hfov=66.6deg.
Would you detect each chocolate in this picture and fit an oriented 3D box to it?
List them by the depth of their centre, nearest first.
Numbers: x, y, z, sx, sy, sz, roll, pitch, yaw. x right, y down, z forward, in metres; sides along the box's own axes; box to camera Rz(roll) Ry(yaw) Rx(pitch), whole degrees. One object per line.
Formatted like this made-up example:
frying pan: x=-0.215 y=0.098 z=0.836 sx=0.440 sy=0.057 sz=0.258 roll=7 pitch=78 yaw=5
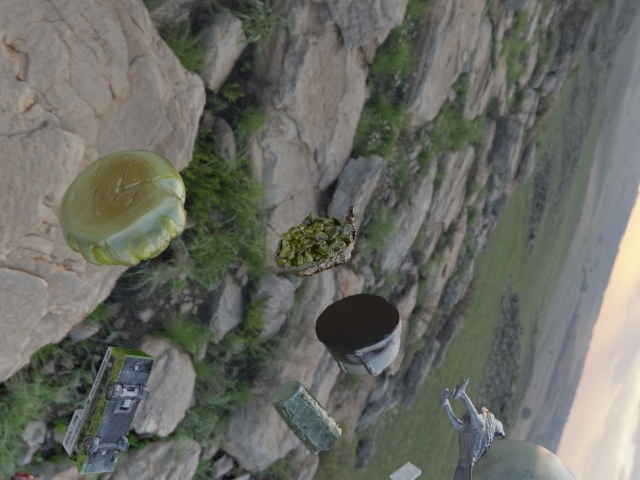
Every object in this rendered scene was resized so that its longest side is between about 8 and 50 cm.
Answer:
chocolate: x=0.139 y=0.324 z=1.592 sx=0.283 sy=0.283 sz=0.186 roll=-41 pitch=128 yaw=-42

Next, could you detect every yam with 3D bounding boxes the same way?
yam: x=-0.043 y=0.474 z=1.322 sx=0.194 sy=0.107 sz=0.107 roll=50 pitch=49 yaw=-2

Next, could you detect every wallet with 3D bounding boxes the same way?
wallet: x=0.209 y=0.572 z=1.194 sx=0.083 sy=0.044 sz=0.011 roll=-7 pitch=115 yaw=-46

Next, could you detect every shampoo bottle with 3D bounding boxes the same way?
shampoo bottle: x=0.518 y=0.694 z=1.265 sx=0.317 sy=0.322 sz=0.323 roll=18 pitch=88 yaw=-70

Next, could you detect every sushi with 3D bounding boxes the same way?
sushi: x=-0.002 y=0.002 z=1.289 sx=0.296 sy=0.167 sz=0.179 roll=-13 pitch=131 yaw=-30

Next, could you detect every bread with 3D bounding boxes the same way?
bread: x=-0.305 y=-0.048 z=0.770 sx=0.213 sy=0.213 sz=0.105 roll=-55 pitch=157 yaw=-28

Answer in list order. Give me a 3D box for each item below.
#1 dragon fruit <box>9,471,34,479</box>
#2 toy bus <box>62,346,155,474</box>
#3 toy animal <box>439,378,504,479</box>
dragon fruit: x=-0.527 y=0.484 z=0.821 sx=0.133 sy=0.136 sz=0.166 roll=28 pitch=54 yaw=-25
toy bus: x=-0.535 y=0.420 z=1.239 sx=0.113 sy=0.139 sz=0.302 roll=26 pitch=84 yaw=-51
toy animal: x=0.338 y=0.425 z=1.102 sx=0.367 sy=0.081 sz=0.206 roll=-13 pitch=78 yaw=-57
